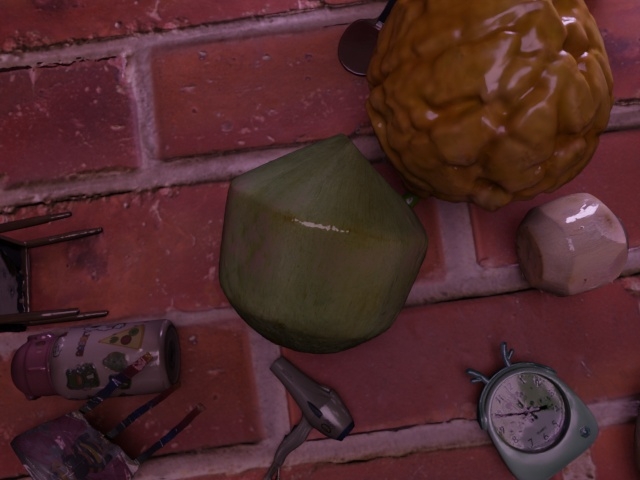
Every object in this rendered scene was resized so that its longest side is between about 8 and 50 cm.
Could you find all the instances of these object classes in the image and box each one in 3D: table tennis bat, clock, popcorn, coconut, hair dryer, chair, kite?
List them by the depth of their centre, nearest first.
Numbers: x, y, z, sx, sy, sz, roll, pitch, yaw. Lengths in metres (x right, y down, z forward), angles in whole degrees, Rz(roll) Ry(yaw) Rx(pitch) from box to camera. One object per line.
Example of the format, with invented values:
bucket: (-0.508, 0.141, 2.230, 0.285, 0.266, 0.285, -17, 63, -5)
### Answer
popcorn: (0.231, -0.244, 0.891, 0.344, 0.390, 0.354, -14, 116, 15)
coconut: (0.000, 0.000, 0.902, 0.328, 0.281, 0.328, 7, 103, 32)
kite: (-0.339, 0.310, 0.930, 0.204, 0.022, 0.360, 46, 111, -1)
chair: (-0.498, 0.062, 0.951, 0.272, 0.188, 0.166, -6, 83, -3)
coconut: (0.405, 0.007, 0.958, 0.162, 0.161, 0.161, -12, 84, -3)
clock: (0.330, 0.270, 0.973, 0.159, 0.066, 0.211, -34, 84, -3)
hair dryer: (-0.060, 0.292, 0.995, 0.199, 0.067, 0.167, -37, 75, 11)
table tennis bat: (0.094, -0.366, 1.072, 0.095, 0.014, 0.158, 31, 87, 5)

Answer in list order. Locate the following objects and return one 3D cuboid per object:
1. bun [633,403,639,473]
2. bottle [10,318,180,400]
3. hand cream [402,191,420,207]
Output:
bun: (0.672, 0.317, 0.888, 0.365, 0.219, 0.365, 0, 83, -2)
bottle: (-0.362, 0.194, 0.964, 0.253, 0.120, 0.120, -4, 84, -1)
hand cream: (0.159, -0.076, 1.035, 0.036, 0.023, 0.122, 43, 90, 5)
